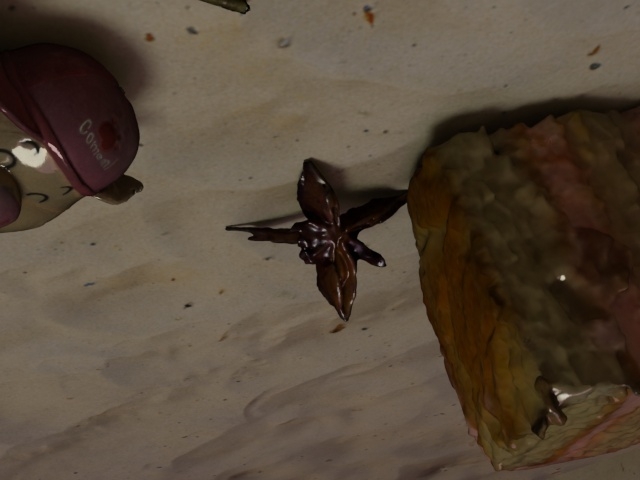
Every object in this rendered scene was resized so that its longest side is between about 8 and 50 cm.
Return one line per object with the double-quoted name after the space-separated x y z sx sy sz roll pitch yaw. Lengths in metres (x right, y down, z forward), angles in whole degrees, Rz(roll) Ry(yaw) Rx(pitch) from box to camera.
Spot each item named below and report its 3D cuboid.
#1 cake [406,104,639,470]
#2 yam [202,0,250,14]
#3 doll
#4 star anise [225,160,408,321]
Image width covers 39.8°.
0.271 0.048 0.890 0.307 0.314 0.293 -12 154 -11 "cake"
-0.102 -0.190 0.662 0.107 0.014 0.014 11 146 -30 "yam"
-0.275 -0.068 0.702 0.256 0.152 0.196 -18 163 9 "doll"
-0.006 -0.007 0.960 0.141 0.158 0.144 24 172 -29 "star anise"
